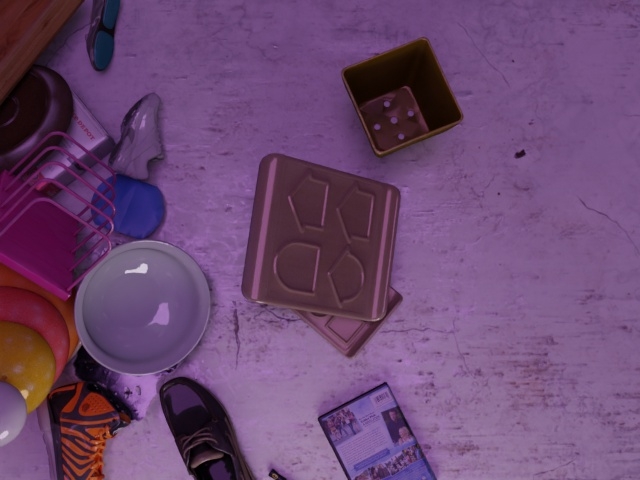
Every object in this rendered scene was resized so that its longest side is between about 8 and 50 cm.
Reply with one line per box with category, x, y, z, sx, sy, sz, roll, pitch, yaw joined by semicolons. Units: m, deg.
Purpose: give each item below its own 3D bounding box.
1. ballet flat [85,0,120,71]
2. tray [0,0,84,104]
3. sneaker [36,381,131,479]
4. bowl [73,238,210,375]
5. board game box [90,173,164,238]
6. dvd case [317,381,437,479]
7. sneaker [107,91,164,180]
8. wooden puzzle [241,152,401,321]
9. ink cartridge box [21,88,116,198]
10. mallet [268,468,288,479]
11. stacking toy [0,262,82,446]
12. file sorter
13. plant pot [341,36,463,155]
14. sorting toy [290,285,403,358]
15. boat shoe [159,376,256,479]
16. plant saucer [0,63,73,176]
ballet flat;-0.538;-0.510;1.932;0.068;0.072;0.213;4;79;28
tray;-0.746;-0.458;1.838;0.202;0.076;0.411;20;68;24
sneaker;-0.495;0.462;1.738;0.180;0.124;0.321;-19;82;-2
bowl;-0.405;0.139;1.760;0.297;0.134;0.298;-3;96;-27
board game box;-0.453;-0.078;1.873;0.168;0.033;0.133;18;76;-3
dvd case;0.128;0.474;1.792;0.180;0.022;0.253;-27;82;-4
sneaker;-0.417;-0.240;1.881;0.115;0.090;0.232;31;64;-31
wooden puzzle;0.000;0.000;1.767;0.347;0.080;0.322;12;81;-26
ink cartridge box;-0.616;-0.224;1.864;0.218;0.092;0.158;-39;83;-4
mallet;-0.040;0.582;1.770;0.189;0.039;0.062;27;84;9
stacking toy;-0.628;0.235;1.560;0.350;0.480;0.351;-7;112;-17
file sorter;-0.552;-0.066;1.670;0.182;0.291;0.202;-40;124;16
plant pot;0.178;-0.307;1.834;0.212;0.187;0.212;-22;82;-4
sorting toy;0.055;0.141;1.841;0.208;0.038;0.193;40;83;10
boat shoe;-0.241;0.455;1.737;0.132;0.130;0.355;-33;83;-5
plant saucer;-0.720;-0.286;1.818;0.310;0.050;0.311;-4;66;10
